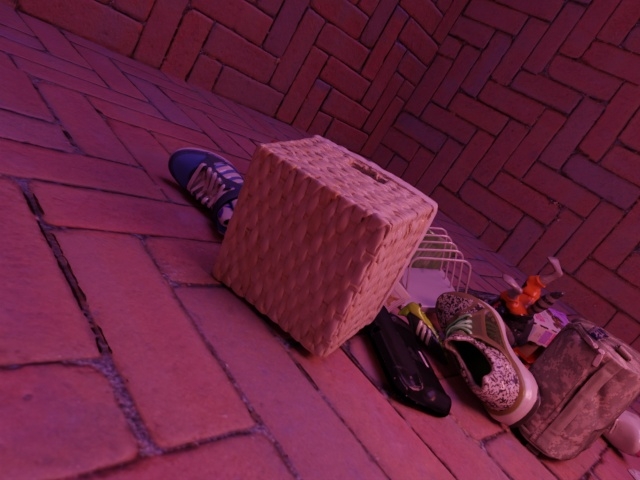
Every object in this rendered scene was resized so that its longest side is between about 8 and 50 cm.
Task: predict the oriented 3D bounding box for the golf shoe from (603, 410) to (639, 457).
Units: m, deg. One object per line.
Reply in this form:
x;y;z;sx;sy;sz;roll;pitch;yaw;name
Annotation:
0.812;0.505;1.399;0.140;0.115;0.306;20;12;-6;golf shoe

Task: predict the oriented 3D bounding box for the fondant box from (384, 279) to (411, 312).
0.091;0.018;1.312;0.330;0.096;0.238;47;11;-23;fondant box

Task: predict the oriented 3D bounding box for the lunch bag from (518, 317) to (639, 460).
0.599;0.344;1.121;0.212;0.305;0.256;39;18;22;lunch bag

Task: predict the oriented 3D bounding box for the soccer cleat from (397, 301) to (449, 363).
0.267;0.245;1.245;0.179;0.072;0.060;59;11;12;soccer cleat

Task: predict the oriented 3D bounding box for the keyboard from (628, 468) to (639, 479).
0.924;0.672;1.273;0.256;0.014;0.072;27;24;-16;keyboard

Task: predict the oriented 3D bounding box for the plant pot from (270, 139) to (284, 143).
-0.072;-0.189;1.537;0.243;0.275;0.275;19;20;-9;plant pot

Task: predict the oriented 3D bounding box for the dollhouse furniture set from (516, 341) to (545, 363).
0.747;0.373;1.648;0.259;0.135;0.262;2;33;-37;dollhouse furniture set

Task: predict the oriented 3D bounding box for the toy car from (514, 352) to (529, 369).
0.606;0.376;1.480;0.060;0.041;0.122;25;19;-21;toy car

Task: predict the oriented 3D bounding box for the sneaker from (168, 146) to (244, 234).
-0.252;-0.114;1.209;0.322;0.130;0.236;34;13;-13;sneaker

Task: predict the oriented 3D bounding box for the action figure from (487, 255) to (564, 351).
0.540;0.231;1.382;0.341;0.330;0.178;-28;49;-34;action figure

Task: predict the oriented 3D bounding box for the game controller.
0.184;0.258;1.089;0.166;0.067;0.319;40;14;-25;game controller

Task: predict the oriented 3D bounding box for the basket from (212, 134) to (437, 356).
0.000;0.000;0.990;0.328;0.331;0.266;34;26;18;basket

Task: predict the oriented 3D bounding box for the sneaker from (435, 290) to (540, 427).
0.368;0.244;1.182;0.182;0.158;0.410;33;19;-28;sneaker

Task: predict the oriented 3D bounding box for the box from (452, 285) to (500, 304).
0.495;0.197;1.625;0.183;0.056;0.231;9;1;37;box

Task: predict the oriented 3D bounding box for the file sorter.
0.329;0.082;1.489;0.192;0.173;0.278;4;21;-2;file sorter

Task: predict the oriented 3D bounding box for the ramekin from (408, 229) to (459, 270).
0.346;0.008;1.790;0.303;0.148;0.303;34;9;-6;ramekin

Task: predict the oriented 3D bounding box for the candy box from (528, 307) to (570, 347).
0.721;0.274;1.574;0.196;0.070;0.165;22;26;-4;candy box
